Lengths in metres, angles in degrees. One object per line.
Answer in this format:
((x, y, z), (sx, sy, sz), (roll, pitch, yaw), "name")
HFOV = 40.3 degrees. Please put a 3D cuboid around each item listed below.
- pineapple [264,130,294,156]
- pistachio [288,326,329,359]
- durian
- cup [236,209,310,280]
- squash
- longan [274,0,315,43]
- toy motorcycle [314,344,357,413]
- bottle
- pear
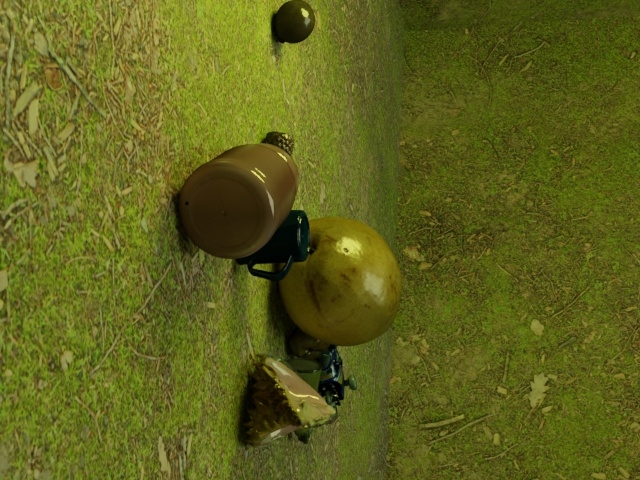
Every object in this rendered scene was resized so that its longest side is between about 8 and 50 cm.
((-0.098, -0.167, 1.979), (0.074, 0.074, 0.159), (-23, 120, -76), "pineapple")
((-0.017, 0.242, 2.200), (0.100, 0.110, 0.189), (61, 15, -3), "pistachio")
((-0.079, 0.326, 1.851), (0.195, 0.186, 0.305), (65, 16, 12), "durian")
((-0.098, 0.009, 1.786), (0.113, 0.138, 0.150), (15, 75, -76), "cup")
((-0.043, 0.397, 2.121), (0.094, 0.094, 0.224), (-55, 146, -69), "squash")
((-0.066, -0.518, 2.090), (0.119, 0.106, 0.106), (-46, -158, 41), "longan")
((0.025, 0.351, 2.378), (0.315, 0.113, 0.168), (-83, 159, -68), "toy motorcycle")
((-0.141, -0.075, 1.586), (0.206, 0.173, 0.297), (-62, 180, 20), "bottle")
((0.046, 0.098, 2.058), (0.314, 0.315, 0.314), (-1, 90, -77), "pear")
